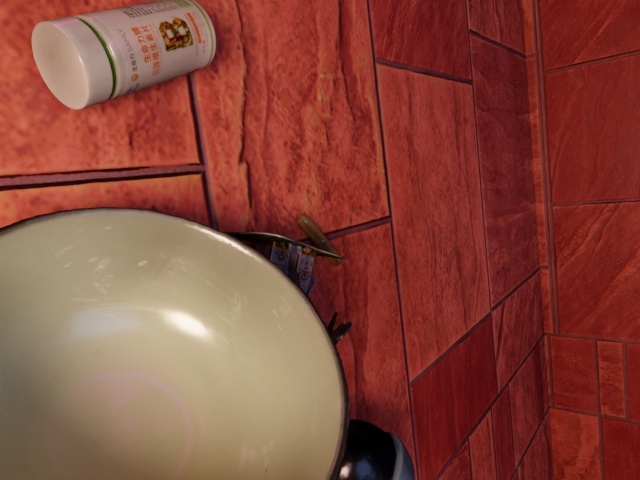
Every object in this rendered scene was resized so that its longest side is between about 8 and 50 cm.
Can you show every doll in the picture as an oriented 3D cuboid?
[{"bbox_3d":[0.046,0.366,0.776,0.314,0.141,0.177,49,64,-16],"label":"doll"}]

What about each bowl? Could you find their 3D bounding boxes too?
[{"bbox_3d":[-0.168,0.152,0.437,0.354,0.354,0.185,-22,150,-50],"label":"bowl"}]

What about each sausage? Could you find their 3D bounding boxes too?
[{"bbox_3d":[0.000,0.000,0.834,0.132,0.024,0.024,51,52,-39],"label":"sausage"}]

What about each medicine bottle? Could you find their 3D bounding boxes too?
[{"bbox_3d":[-0.207,-0.213,0.529,0.183,0.086,0.086,-43,121,-44],"label":"medicine bottle"}]

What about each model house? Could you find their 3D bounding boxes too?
[{"bbox_3d":[-0.056,0.047,0.694,0.167,0.117,0.088,21,76,-53],"label":"model house"}]

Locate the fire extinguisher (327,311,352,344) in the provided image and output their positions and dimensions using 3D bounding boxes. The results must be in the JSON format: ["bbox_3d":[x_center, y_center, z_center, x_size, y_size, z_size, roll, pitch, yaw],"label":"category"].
[{"bbox_3d":[-0.035,0.179,0.720,0.252,0.106,0.075,-6,59,-52],"label":"fire extinguisher"}]
